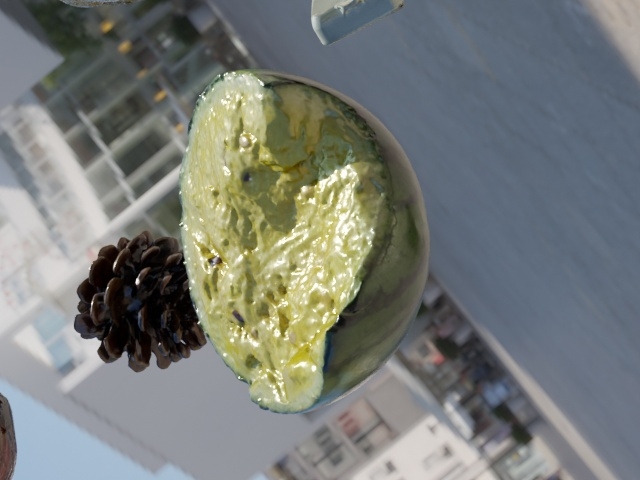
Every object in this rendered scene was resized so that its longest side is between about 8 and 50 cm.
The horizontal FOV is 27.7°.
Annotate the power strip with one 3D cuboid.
[{"bbox_3d":[0.031,-0.235,1.200,0.035,0.081,0.192,58,-166,-22],"label":"power strip"}]

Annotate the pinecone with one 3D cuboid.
[{"bbox_3d":[-0.229,0.089,1.793,0.208,0.208,0.208,51,-178,-2],"label":"pinecone"}]

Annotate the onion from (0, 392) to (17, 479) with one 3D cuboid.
[{"bbox_3d":[-0.490,0.237,1.607,0.246,0.190,0.246,14,165,4],"label":"onion"}]

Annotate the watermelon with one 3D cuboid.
[{"bbox_3d":[0.000,0.000,1.252,0.331,0.189,0.331,175,90,-67],"label":"watermelon"}]

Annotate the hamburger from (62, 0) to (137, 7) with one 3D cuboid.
[{"bbox_3d":[-0.233,-0.303,1.339,0.138,0.147,0.083,49,-141,-62],"label":"hamburger"}]
